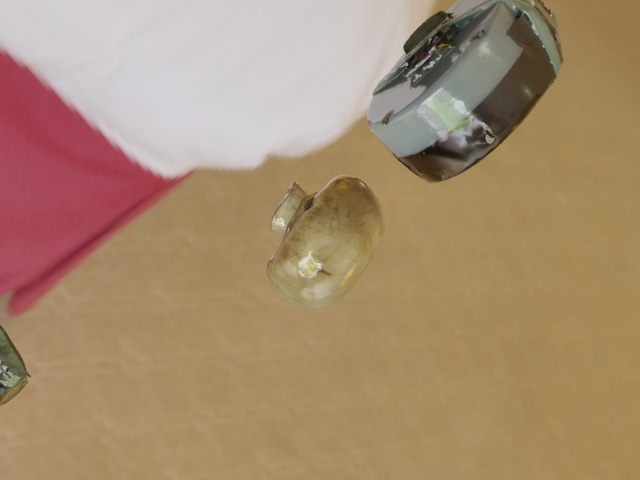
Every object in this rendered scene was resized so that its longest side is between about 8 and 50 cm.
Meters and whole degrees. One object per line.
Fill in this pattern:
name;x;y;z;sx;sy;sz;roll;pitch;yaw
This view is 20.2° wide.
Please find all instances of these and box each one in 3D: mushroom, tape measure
mushroom;0.000;0.000;2.071;0.127;0.166;0.166;32;40;8
tape measure;0.123;-0.140;1.548;0.107;0.182;0.181;44;12;-13

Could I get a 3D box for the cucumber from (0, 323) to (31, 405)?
cucumber;-0.265;0.020;1.147;0.062;0.078;0.211;-34;92;-15
